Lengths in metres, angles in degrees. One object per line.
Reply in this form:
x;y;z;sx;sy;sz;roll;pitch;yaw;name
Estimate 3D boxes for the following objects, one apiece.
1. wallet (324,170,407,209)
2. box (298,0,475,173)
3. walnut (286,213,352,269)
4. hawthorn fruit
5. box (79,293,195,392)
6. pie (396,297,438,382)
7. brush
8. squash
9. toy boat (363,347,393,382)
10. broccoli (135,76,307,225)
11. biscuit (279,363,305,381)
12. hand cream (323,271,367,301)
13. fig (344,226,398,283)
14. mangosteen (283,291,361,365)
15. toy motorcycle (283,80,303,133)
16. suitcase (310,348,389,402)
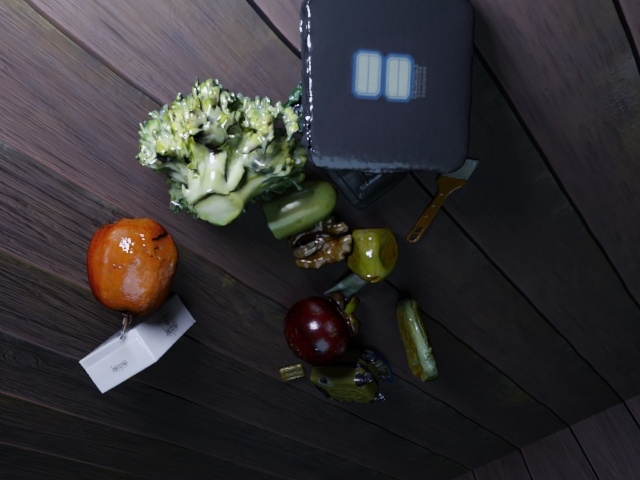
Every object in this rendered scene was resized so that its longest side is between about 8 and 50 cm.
0.093;-0.188;1.348;0.169;0.052;0.245;-32;132;11;wallet
0.132;-0.309;1.092;0.351;0.091;0.358;-3;100;-13;box
0.000;0.000;1.485;0.170;0.069;0.142;-20;100;11;walnut
-0.452;0.092;1.336;0.212;0.211;0.298;7;91;-21;hawthorn fruit
-0.483;0.269;1.507;0.195;0.260;0.111;-31;100;17;box
0.306;0.308;1.760;0.079;0.277;0.277;-14;136;-5;pie
0.315;-0.101;1.516;0.090;0.017;0.314;9;133;-22;brush
-0.042;-0.084;1.367;0.187;0.123;0.123;-20;136;2;squash
0.212;0.457;2.035;0.080;0.045;0.229;-28;135;13;toy boat
-0.197;-0.171;1.164;0.324;0.272;0.334;-43;132;-5;broccoli
-0.099;0.469;1.986;0.083;0.018;0.081;-15;136;0;biscuit
0.111;0.115;1.660;0.086;0.055;0.235;21;134;-28;hand cream
0.140;0.039;1.504;0.154;0.165;0.144;-28;139;14;fig
0.018;0.253;1.678;0.258;0.215;0.215;-33;141;-21;mangosteen
0.064;-0.273;1.195;0.275;0.124;0.187;19;119;-23;toy motorcycle
0.095;0.454;1.901;0.235;0.143;0.193;-3;141;24;suitcase
